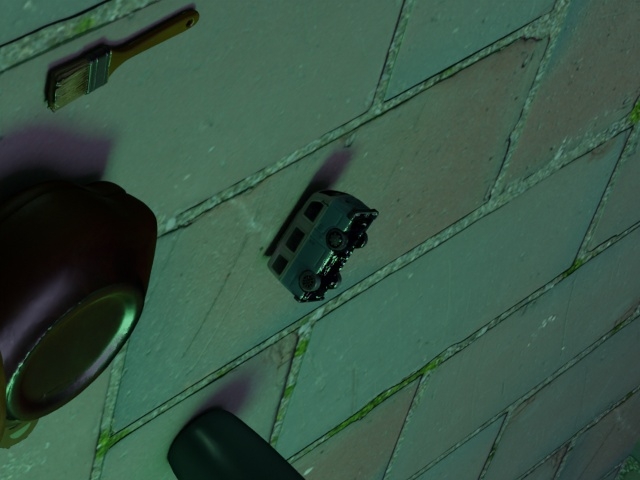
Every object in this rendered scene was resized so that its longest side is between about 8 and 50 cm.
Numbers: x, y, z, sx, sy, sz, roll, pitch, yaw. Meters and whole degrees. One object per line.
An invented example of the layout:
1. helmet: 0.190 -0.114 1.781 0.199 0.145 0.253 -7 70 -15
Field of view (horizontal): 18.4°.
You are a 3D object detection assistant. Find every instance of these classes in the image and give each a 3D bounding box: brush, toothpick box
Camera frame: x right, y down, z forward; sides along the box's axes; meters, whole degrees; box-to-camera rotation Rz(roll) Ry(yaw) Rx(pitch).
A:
1. brush: -0.165 -0.158 1.673 0.170 0.014 0.043 -33 154 -34
2. toothpick box: -0.091 0.287 2.292 0.120 0.184 0.120 -34 150 -22

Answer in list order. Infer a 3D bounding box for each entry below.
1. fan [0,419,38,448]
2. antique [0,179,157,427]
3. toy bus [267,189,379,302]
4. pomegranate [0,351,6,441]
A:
1. fan: -0.303 0.139 1.899 0.152 0.008 0.226 -51 158 8
2. antique: -0.252 0.058 1.709 0.278 0.129 0.224 -29 148 -43
3. toy bus: 0.000 0.000 2.137 0.123 0.075 0.060 -57 156 19
4. pomegranate: -0.368 0.110 1.407 0.281 0.281 0.281 -39 155 -22
